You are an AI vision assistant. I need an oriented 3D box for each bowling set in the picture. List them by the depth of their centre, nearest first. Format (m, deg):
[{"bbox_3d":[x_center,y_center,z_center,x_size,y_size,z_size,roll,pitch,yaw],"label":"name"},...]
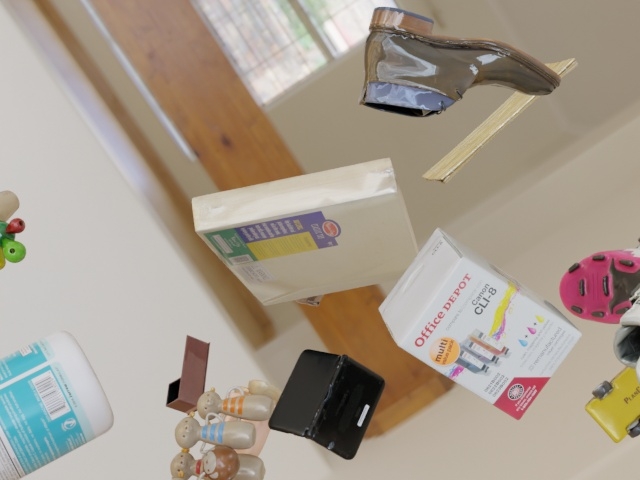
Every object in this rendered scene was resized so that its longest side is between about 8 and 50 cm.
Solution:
[{"bbox_3d":[-0.177,0.334,1.578,0.200,0.154,0.287,70,24,-60],"label":"bowling set"}]

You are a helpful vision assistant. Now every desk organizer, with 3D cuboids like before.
[{"bbox_3d":[-0.235,0.238,1.837,0.050,0.047,0.130,26,50,-31],"label":"desk organizer"}]

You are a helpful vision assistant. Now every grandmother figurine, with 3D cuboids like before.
[{"bbox_3d":[-0.161,0.411,1.735,0.104,0.342,0.208,24,-27,-9],"label":"grandmother figurine"}]

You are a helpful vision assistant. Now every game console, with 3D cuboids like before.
[{"bbox_3d":[0.009,0.215,1.364,0.107,0.122,0.071,32,-25,-14],"label":"game console"}]

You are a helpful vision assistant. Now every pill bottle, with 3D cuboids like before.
[{"bbox_3d":[-0.402,0.230,1.282,0.146,0.264,0.146,52,-22,31],"label":"pill bottle"}]

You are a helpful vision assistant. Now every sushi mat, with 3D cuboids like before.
[{"bbox_3d":[0.312,-0.210,1.838,0.019,0.316,0.151,48,-1,-11],"label":"sushi mat"}]

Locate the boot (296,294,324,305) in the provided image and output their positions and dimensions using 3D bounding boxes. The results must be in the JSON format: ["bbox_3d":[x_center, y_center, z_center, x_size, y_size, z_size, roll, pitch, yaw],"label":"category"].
[{"bbox_3d":[-0.030,0.073,1.842,0.087,0.042,0.118,23,-30,5],"label":"boot"}]

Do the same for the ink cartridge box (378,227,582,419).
[{"bbox_3d":[0.179,0.094,1.195,0.176,0.128,0.127,32,9,-14],"label":"ink cartridge box"}]

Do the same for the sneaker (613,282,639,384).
[{"bbox_3d":[0.419,0.088,1.248,0.122,0.146,0.330,64,19,-7],"label":"sneaker"}]

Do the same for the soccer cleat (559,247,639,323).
[{"bbox_3d":[0.520,0.059,1.536,0.143,0.331,0.116,11,69,-42],"label":"soccer cleat"}]

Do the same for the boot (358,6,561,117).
[{"bbox_3d":[0.146,-0.169,1.125,0.219,0.106,0.082,18,-4,-2],"label":"boot"}]

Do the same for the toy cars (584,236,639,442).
[{"bbox_3d":[0.546,0.158,1.788,0.087,0.176,0.394,109,-10,-76],"label":"toy cars"}]

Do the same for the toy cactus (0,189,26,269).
[{"bbox_3d":[-0.478,-0.028,1.396,0.180,0.219,0.112,-51,140,-58],"label":"toy cactus"}]

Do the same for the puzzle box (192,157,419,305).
[{"bbox_3d":[0.000,0.000,1.509,0.409,0.272,0.052,61,19,-70],"label":"puzzle box"}]
